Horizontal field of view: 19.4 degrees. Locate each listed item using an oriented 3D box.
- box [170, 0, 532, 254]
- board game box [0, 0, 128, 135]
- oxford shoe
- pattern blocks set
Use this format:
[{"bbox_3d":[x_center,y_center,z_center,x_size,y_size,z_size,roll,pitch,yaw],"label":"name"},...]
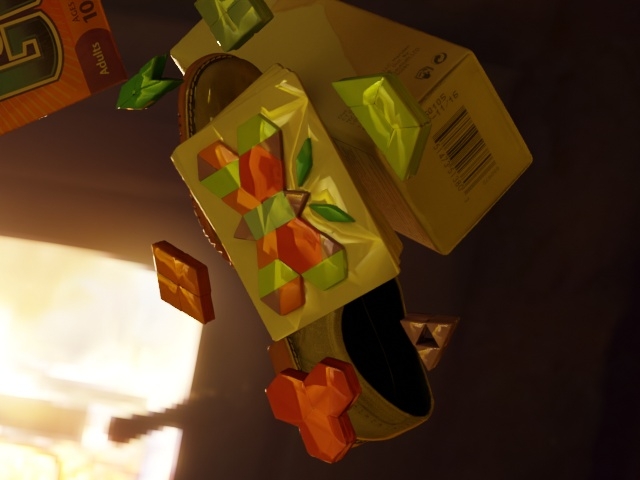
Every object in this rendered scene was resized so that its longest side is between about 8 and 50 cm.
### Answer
[{"bbox_3d":[0.021,-0.119,1.639,0.121,0.148,0.311,-46,42,-13],"label":"box"},{"bbox_3d":[-0.489,-0.325,2.175,0.357,0.356,0.356,-26,34,-13],"label":"board game box"},{"bbox_3d":[0.000,0.000,1.518,0.123,0.348,0.130,-32,10,-37],"label":"oxford shoe"},{"bbox_3d":[-0.028,-0.022,1.388,0.325,0.285,0.026,50,35,12],"label":"pattern blocks set"}]
